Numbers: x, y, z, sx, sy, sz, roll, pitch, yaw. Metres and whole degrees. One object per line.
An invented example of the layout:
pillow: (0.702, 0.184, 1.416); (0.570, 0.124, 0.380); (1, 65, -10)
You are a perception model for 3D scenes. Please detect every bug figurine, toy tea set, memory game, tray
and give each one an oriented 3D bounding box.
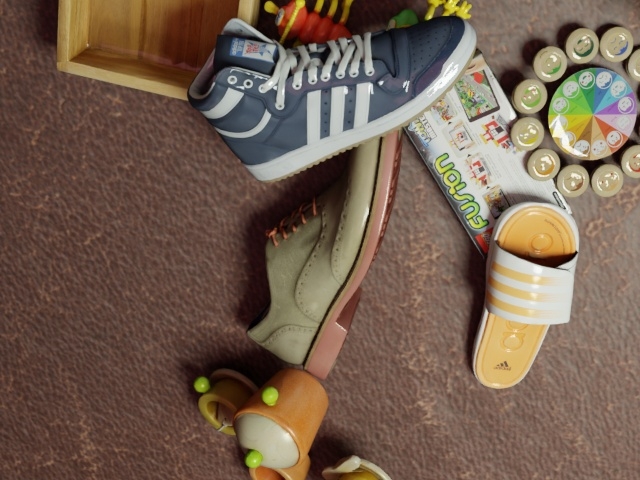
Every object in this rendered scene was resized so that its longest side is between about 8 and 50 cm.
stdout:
bug figurine: (0.073, -0.276, 0.839); (0.216, 0.072, 0.279); (19, 124, -8)
toy tea set: (-0.032, 0.301, 1.034); (0.200, 0.124, 0.336); (-23, 109, 43)
memory game: (0.292, -0.135, 0.905); (0.186, 0.012, 0.186); (-1, 103, -6)
tray: (-0.146, -0.353, 0.842); (0.202, 0.076, 0.411); (13, 119, 2)

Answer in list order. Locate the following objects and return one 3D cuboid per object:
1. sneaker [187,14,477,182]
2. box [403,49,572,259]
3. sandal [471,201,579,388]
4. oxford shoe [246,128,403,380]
sneaker: (-0.001, -0.168, 0.819); (0.282, 0.099, 0.153); (-25, 131, 26)
box: (0.180, -0.093, 0.942); (0.114, 0.036, 0.207); (-29, 104, 16)
sandal: (0.236, 0.082, 0.958); (0.101, 0.076, 0.265); (3, 122, -2)
oxford shoe: (0.000, 0.000, 0.946); (0.130, 0.123, 0.348); (20, 115, 4)
